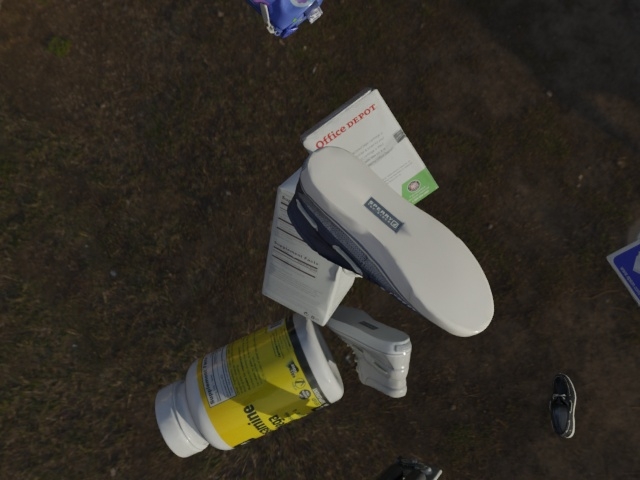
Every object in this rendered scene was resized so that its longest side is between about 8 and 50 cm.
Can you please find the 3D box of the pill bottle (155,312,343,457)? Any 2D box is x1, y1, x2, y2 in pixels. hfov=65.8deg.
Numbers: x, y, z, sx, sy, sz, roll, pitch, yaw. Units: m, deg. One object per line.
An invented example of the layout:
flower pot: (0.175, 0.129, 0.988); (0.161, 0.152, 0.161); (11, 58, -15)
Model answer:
pill bottle: (-0.138, 0.287, 0.969); (0.333, 0.188, 0.188); (-25, 74, 2)

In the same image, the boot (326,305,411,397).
boot: (0.079, 0.219, 0.992); (0.095, 0.258, 0.124); (-5, 103, -29)

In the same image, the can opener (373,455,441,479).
can opener: (0.131, 0.417, 0.794); (0.075, 0.283, 0.095); (5, 84, 26)

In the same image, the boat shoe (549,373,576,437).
boat shoe: (0.487, 0.332, 1.001); (0.038, 0.046, 0.125); (25, 66, -40)

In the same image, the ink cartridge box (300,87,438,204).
ink cartridge box: (0.087, -0.147, 0.914); (0.160, 0.093, 0.219); (-34, 109, 7)

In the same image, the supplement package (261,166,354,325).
supplement package: (0.000, 0.000, 0.855); (0.133, 0.244, 0.139); (26, 41, 14)

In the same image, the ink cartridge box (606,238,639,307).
ink cartridge box: (0.727, 0.081, 0.848); (0.072, 0.307, 0.304); (-2, 60, -48)

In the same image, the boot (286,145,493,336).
boot: (0.052, 0.010, 0.413); (0.069, 0.086, 0.190); (-39, 81, -28)

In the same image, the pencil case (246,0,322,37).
pencil case: (-0.125, -0.449, 0.761); (0.306, 0.119, 0.133); (38, 74, -20)
